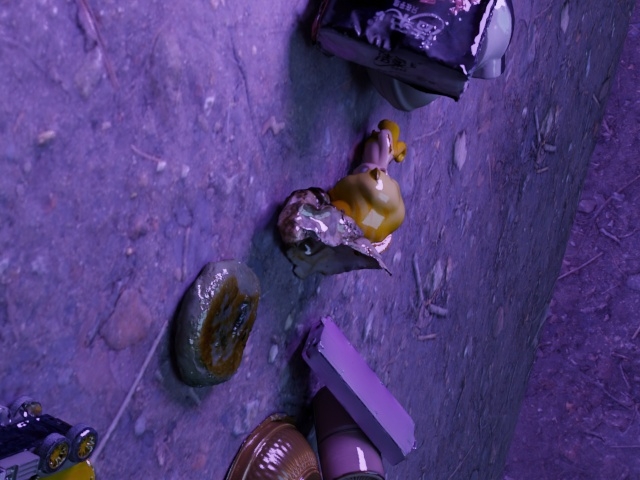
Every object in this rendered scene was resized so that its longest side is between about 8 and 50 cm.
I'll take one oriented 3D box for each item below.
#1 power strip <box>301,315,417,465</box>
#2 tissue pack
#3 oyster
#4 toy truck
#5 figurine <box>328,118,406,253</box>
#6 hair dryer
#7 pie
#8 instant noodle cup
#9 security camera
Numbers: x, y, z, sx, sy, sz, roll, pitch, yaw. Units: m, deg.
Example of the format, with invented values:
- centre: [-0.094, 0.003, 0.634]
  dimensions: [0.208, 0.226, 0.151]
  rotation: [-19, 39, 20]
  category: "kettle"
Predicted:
- centre: [0.067, 0.251, 1.596]
  dimensions: [0.279, 0.037, 0.109]
  rotation: [52, 24, -15]
  category: "power strip"
- centre: [0.145, -0.384, 1.397]
  dimensions: [0.123, 0.245, 0.332]
  rotation: [98, 12, -71]
  category: "tissue pack"
- centre: [0.008, -0.005, 1.438]
  dimensions: [0.232, 0.161, 0.107]
  rotation: [37, 47, -55]
  category: "oyster"
- centre: [-0.310, 0.233, 0.932]
  dimensions: [0.227, 0.098, 0.114]
  rotation: [-8, 115, -65]
  category: "toy truck"
- centre: [0.083, -0.088, 1.569]
  dimensions: [0.156, 0.131, 0.246]
  rotation: [129, -17, -59]
  category: "figurine"
- centre: [0.024, 0.417, 1.717]
  dimensions: [0.344, 0.106, 0.189]
  rotation: [105, -20, -46]
  category: "hair dryer"
- centre: [-0.134, 0.112, 1.298]
  dimensions: [0.187, 0.041, 0.187]
  rotation: [-39, 135, -53]
  category: "pie"
- centre: [-0.063, 0.420, 1.547]
  dimensions: [0.274, 0.090, 0.274]
  rotation: [-42, 139, -52]
  category: "instant noodle cup"
- centre: [0.176, -0.330, 1.565]
  dimensions: [0.277, 0.197, 0.191]
  rotation: [-39, 136, -39]
  category: "security camera"
